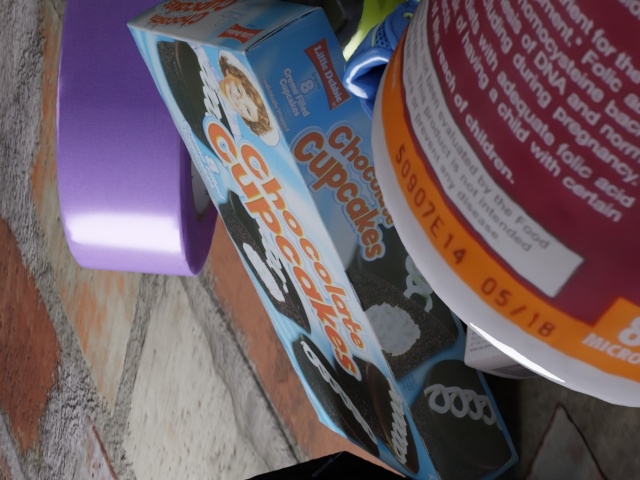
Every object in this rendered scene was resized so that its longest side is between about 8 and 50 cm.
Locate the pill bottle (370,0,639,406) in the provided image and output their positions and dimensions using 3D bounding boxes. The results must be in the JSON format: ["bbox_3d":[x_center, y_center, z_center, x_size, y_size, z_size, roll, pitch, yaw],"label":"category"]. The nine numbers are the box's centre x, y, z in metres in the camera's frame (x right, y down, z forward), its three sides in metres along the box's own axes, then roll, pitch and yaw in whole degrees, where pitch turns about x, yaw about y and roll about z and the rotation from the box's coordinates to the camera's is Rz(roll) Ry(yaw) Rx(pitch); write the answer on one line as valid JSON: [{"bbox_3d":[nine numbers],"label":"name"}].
[{"bbox_3d":[0.183,-0.125,0.549,0.392,0.224,0.224,-61,43,51],"label":"pill bottle"}]

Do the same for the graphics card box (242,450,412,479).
[{"bbox_3d":[0.055,0.336,0.993,0.233,0.094,0.371,-168,68,-67],"label":"graphics card box"}]

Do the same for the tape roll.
[{"bbox_3d":[-0.127,-0.112,1.196,0.275,0.090,0.275,3,-90,-87],"label":"tape roll"}]

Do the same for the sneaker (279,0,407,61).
[{"bbox_3d":[-0.038,-0.121,1.117,0.111,0.121,0.300,68,150,31],"label":"sneaker"}]

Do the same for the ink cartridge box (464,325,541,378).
[{"bbox_3d":[0.150,-0.046,0.854,0.181,0.056,0.225,155,126,-63],"label":"ink cartridge box"}]

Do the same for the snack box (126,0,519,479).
[{"bbox_3d":[0.000,0.000,0.985,0.187,0.060,0.322,23,142,61],"label":"snack box"}]

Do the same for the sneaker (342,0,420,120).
[{"bbox_3d":[0.080,-0.122,0.825,0.091,0.126,0.240,136,140,-56],"label":"sneaker"}]
